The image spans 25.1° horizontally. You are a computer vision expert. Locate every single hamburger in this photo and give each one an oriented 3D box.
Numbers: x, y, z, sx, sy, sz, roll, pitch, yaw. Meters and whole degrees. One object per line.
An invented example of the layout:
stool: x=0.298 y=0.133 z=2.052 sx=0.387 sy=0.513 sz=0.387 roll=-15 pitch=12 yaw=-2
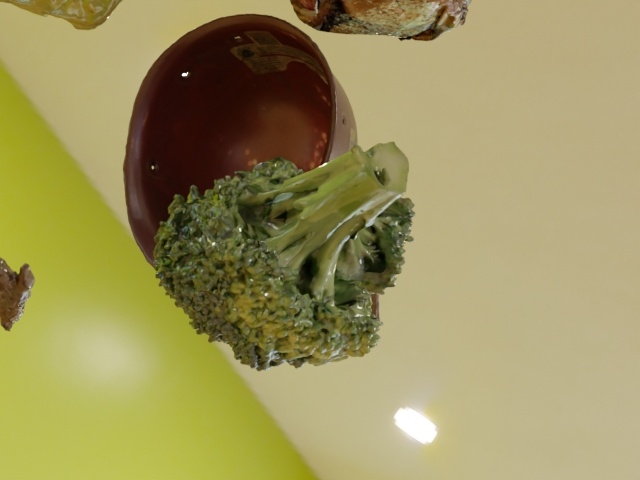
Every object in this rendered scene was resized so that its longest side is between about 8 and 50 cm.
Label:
hamburger: x=0.071 y=-0.306 z=1.691 sx=0.231 sy=0.107 sz=0.231 roll=10 pitch=-15 yaw=3

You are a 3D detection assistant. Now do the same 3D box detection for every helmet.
helmet: x=-0.085 y=-0.113 z=2.060 sx=0.337 sy=0.385 sz=0.230 roll=15 pitch=-1 yaw=29

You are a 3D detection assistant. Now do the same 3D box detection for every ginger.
ginger: x=-0.527 y=0.010 z=1.994 sx=0.290 sy=0.084 sz=0.122 roll=33 pitch=-54 yaw=1

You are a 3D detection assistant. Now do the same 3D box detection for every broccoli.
broccoli: x=-0.005 y=0.021 z=1.684 sx=0.302 sy=0.375 sz=0.249 roll=-6 pitch=-86 yaw=40

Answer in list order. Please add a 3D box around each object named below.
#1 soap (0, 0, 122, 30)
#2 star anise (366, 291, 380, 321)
soap: x=-0.274 y=-0.471 z=1.917 sx=0.306 sy=0.427 sz=0.115 roll=12 pitch=-33 yaw=32
star anise: x=0.038 y=0.018 z=2.313 sx=0.231 sy=0.209 sz=0.089 roll=39 pitch=-13 yaw=-1
